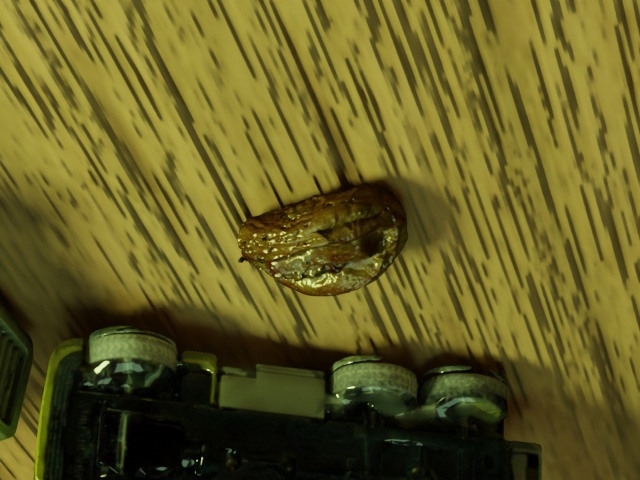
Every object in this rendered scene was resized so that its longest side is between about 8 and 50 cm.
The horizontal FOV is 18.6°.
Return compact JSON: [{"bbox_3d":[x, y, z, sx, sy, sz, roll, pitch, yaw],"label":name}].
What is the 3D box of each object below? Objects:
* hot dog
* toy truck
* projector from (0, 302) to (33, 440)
[{"bbox_3d":[0.000,0.000,0.933,0.083,0.035,0.058,-15,144,24],"label":"hot dog"},{"bbox_3d":[-0.024,0.137,1.059,0.272,0.124,0.157,8,155,-12],"label":"toy truck"},{"bbox_3d":[-0.278,0.038,0.964,0.193,0.088,0.269,-22,137,35],"label":"projector"}]
